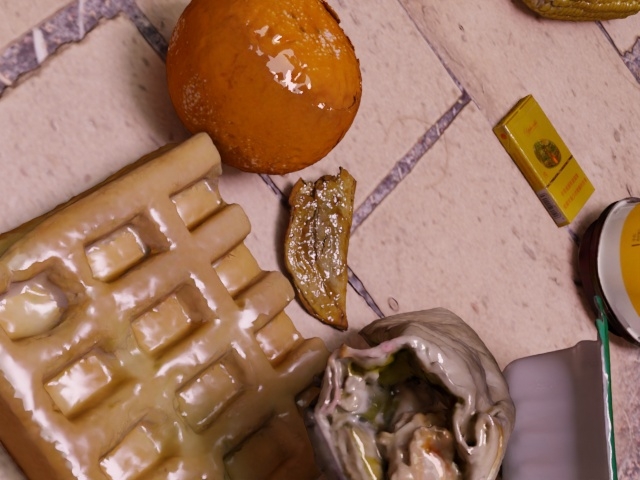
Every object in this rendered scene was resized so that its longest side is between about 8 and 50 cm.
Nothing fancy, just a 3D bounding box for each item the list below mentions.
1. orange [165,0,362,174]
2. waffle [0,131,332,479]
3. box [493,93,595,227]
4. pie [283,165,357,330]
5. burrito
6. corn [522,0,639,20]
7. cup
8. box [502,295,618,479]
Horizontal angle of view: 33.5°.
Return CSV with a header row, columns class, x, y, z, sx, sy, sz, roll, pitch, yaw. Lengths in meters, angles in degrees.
class,x,y,z,sx,sy,sz,roll,pitch,yaw
orange,-0.056,-0.154,1.002,0.193,0.161,0.193,26,47,-31
waffle,-0.134,0.114,0.895,0.304,0.077,0.348,-38,99,-40
box,0.285,-0.102,1.348,0.155,0.023,0.087,54,52,-10
pie,0.000,0.000,1.074,0.092,0.034,0.169,18,69,-35
burrito,0.097,0.145,0.915,0.190,0.135,0.332,55,12,3
corn,0.355,-0.346,1.445,0.262,0.097,0.097,-5,78,-41
cup,0.469,0.024,1.286,0.196,0.280,0.196,12,72,-40
box,0.241,0.226,1.064,0.336,0.106,0.264,57,32,-63
